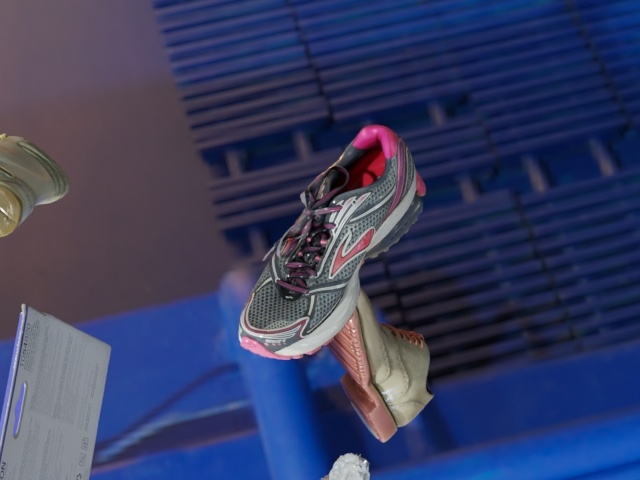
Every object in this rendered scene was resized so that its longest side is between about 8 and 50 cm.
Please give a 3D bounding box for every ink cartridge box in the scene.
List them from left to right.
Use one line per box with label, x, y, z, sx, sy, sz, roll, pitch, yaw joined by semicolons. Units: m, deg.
ink cartridge box;-0.310;0.197;1.763;0.224;0.045;0.223;45;-129;-67

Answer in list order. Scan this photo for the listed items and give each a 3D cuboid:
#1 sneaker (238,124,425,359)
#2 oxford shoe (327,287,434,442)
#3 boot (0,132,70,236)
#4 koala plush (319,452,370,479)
sneaker;0.000;0.000;1.767;0.121;0.299;0.112;20;153;29
oxford shoe;0.085;0.154;2.348;0.123;0.130;0.348;50;167;36
boot;-0.386;-0.080;1.707;0.165;0.213;0.077;-48;-19;-70
koala plush;0.017;0.374;1.897;0.196;0.203;0.221;82;-159;-58
